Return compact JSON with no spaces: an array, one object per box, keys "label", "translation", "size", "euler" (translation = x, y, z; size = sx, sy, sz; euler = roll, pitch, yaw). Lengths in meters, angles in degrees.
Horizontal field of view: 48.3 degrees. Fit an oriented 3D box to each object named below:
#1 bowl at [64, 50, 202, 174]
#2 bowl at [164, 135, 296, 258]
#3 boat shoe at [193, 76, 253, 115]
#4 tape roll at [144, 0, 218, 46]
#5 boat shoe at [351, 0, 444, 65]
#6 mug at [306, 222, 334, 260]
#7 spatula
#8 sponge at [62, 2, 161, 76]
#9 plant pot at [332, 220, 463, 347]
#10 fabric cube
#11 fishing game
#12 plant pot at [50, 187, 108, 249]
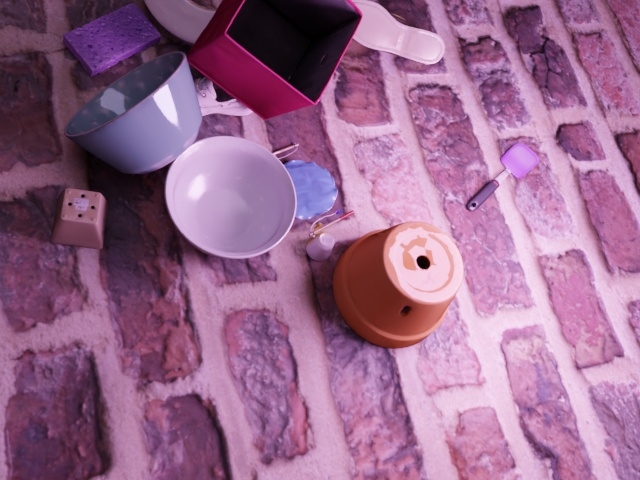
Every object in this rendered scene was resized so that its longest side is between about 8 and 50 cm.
[{"label":"bowl","translation":[-0.385,-0.263,1.575],"size":[0.311,0.311,0.163],"euler":[-53,126,-29]},{"label":"bowl","translation":[-0.213,-0.077,1.620],"size":[0.298,0.134,0.298],"euler":[8,66,-17]},{"label":"boat shoe","translation":[-0.280,-0.360,1.740],"size":[0.277,0.096,0.098],"euler":[-9,71,-23]},{"label":"tape roll","translation":[-0.265,-0.674,1.792],"size":[0.392,0.072,0.392],"euler":[0,95,-2]},{"label":"boat shoe","translation":[0.189,-0.585,2.009],"size":[0.324,0.097,0.117],"euler":[19,103,-7]},{"label":"mug","translation":[-0.001,0.004,1.701],"size":[0.062,0.064,0.078],"euler":[-37,83,-28]},{"label":"spatula","translation":[0.496,-0.170,1.976],"size":[0.084,0.030,0.296],"euler":[47,61,5]},{"label":"sponge","translation":[-0.510,-0.497,1.755],"size":[0.210,0.031,0.117],"euler":[-38,84,-30]},{"label":"plant pot","translation":[0.197,0.083,1.660],"size":[0.291,0.203,0.291],"euler":[8,64,-17]},{"label":"fabric cube","translation":[-0.108,-0.462,1.631],"size":[0.254,0.258,0.259],"euler":[33,75,-24]},{"label":"fishing game","translation":[-0.052,-0.120,1.742],"size":[0.189,0.041,0.264],"euler":[-29,65,-28]},{"label":"plant pot","translation":[-0.512,-0.054,1.524],"size":[0.109,0.096,0.109],"euler":[8,66,-17]}]
